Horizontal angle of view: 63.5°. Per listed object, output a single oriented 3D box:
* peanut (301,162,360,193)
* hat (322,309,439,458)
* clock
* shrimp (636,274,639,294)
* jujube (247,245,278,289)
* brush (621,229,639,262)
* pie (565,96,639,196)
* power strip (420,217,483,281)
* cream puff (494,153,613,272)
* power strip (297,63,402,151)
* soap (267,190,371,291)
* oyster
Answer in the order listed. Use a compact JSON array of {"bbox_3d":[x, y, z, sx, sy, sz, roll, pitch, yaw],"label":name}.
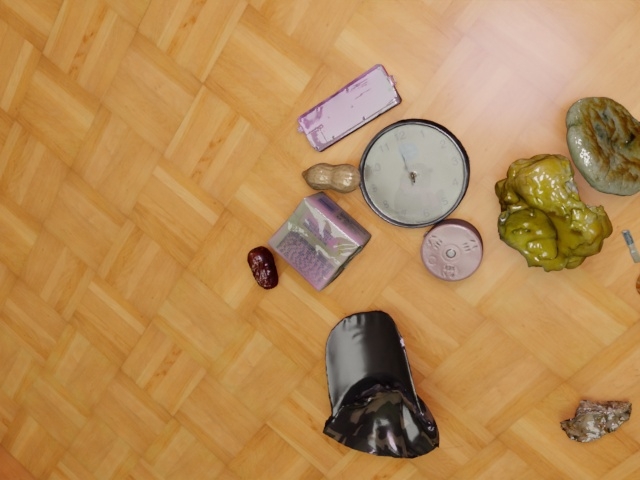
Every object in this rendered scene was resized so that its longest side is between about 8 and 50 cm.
[{"bbox_3d":[0.026,-0.162,1.330,0.187,0.082,0.082,9,108,36],"label":"peanut"},{"bbox_3d":[0.177,0.401,1.438,0.366,0.257,0.381,-10,65,37],"label":"hat"},{"bbox_3d":[0.230,-0.165,1.292,0.281,0.055,0.280,5,107,17],"label":"clock"},{"bbox_3d":[0.778,0.078,1.187,0.091,0.025,0.127,0,109,19],"label":"shrimp"},{"bbox_3d":[-0.160,0.079,1.480,0.077,0.077,0.129,-20,99,23],"label":"jujube"},{"bbox_3d":[0.721,0.015,1.196,0.016,0.013,0.083,-23,98,21],"label":"brush"},{"bbox_3d":[0.603,-0.197,1.076,0.240,0.240,0.054,53,151,0],"label":"pie"},{"bbox_3d":[0.328,0.022,1.297,0.154,0.078,0.154,5,107,17],"label":"power strip"},{"bbox_3d":[0.477,-0.051,1.118,0.185,0.282,0.281,-30,94,3],"label":"cream puff"},{"bbox_3d":[0.071,-0.331,1.310,0.279,0.037,0.109,-28,94,23],"label":"power strip"},{"bbox_3d":[0.000,0.000,1.370,0.199,0.138,0.182,42,112,4],"label":"soap"},{"bbox_3d":[0.694,0.446,1.301,0.105,0.056,0.177,45,115,-10],"label":"oyster"}]
